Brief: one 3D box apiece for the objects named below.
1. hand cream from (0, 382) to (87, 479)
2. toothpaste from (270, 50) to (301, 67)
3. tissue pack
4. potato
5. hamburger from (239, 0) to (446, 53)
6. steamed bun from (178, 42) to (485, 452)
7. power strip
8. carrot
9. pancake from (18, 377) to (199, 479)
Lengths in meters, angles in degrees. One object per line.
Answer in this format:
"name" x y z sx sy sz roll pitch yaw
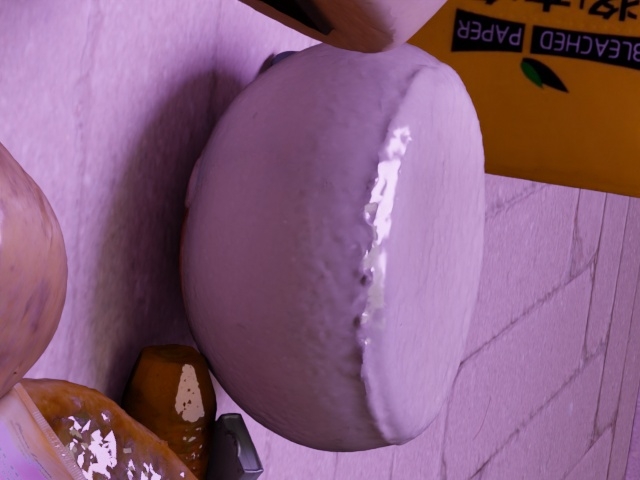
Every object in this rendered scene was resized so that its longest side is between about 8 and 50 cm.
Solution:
"hand cream" -0.168 0.118 0.820 0.076 0.047 0.174 55 22 6
"toothpaste" -0.016 -0.034 1.323 0.062 0.039 0.239 -63 157 -51
"tissue pack" 0.245 -0.188 1.437 0.228 0.381 0.293 -18 117 -68
"potato" -0.189 0.013 0.795 0.161 0.128 0.234 -65 167 17
"hamburger" -0.025 -0.223 0.857 0.170 0.302 0.302 -59 156 -6
"steamed bun" 0.000 0.000 1.181 0.283 0.177 0.283 7 90 -71
"power strip" -0.081 0.173 1.187 0.019 0.051 0.136 -3 142 -37
"carrot" -0.113 0.224 1.165 0.066 0.066 0.314 -24 123 -65
"pancake" -0.125 0.254 0.929 0.387 0.082 0.387 42 38 -45
